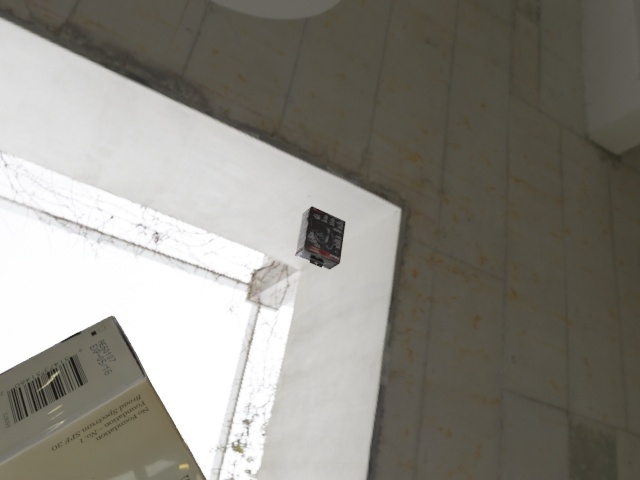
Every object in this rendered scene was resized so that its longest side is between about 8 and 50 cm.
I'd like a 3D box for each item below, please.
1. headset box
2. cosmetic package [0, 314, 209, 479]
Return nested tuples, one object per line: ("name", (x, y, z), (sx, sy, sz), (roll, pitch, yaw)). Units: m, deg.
("headset box", (0.000, 0.000, 0.829), (0.062, 0.032, 0.083), (23, -123, -23))
("cosmetic package", (-0.217, 0.248, 0.592), (0.160, 0.113, 0.309), (-30, -49, -20))
